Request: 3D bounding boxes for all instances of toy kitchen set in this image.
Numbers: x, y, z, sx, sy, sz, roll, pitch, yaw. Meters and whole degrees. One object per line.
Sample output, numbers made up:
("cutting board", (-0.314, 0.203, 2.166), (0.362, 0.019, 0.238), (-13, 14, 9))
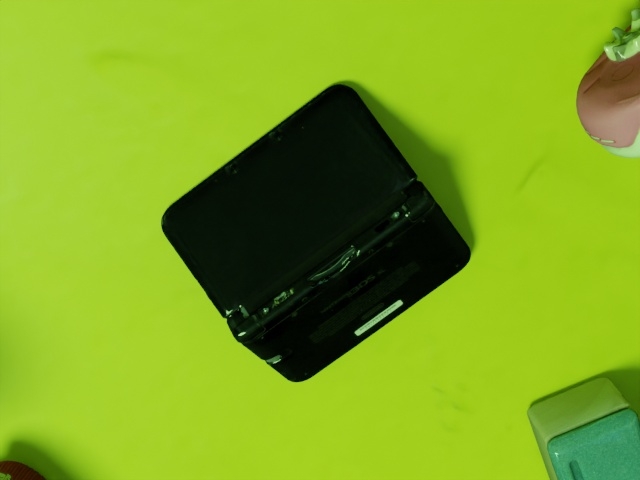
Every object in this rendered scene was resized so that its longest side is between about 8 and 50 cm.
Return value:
("toy kitchen set", (0.245, 0.137, 0.592), (0.207, 0.166, 0.122), (-23, 113, 0))

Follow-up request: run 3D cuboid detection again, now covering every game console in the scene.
("game console", (0.000, 0.000, 0.585), (0.122, 0.071, 0.107), (-36, 142, 6))

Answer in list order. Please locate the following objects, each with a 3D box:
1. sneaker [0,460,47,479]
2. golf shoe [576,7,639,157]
("sneaker", (-0.158, 0.234, 0.623), (0.128, 0.087, 0.221), (-31, 100, 12))
("golf shoe", (0.277, -0.096, 0.540), (0.306, 0.115, 0.140), (-25, 116, 2))
